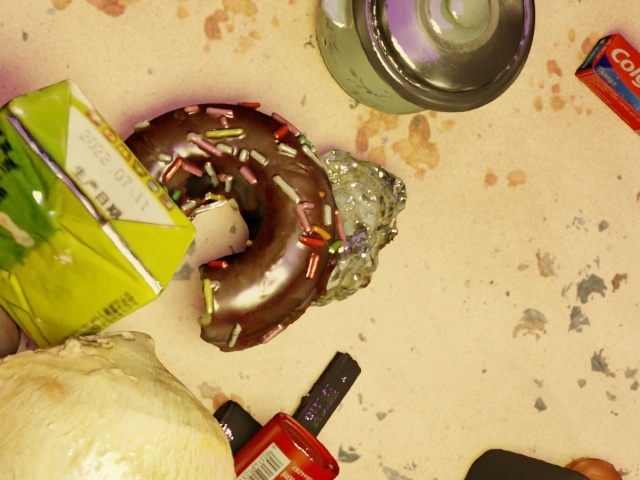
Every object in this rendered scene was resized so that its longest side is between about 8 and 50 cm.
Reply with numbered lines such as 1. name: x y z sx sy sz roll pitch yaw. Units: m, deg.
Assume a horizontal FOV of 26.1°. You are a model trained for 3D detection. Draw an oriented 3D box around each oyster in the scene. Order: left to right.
1. oyster: 0.000 0.000 1.938 0.198 0.112 0.268 31 85 -15

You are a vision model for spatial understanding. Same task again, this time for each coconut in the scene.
1. coconut: -0.288 0.287 1.704 0.404 0.404 0.404 0 90 -17

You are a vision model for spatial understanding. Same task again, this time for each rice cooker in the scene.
1. rice cooker: 0.139 -0.302 1.885 0.316 0.316 0.264 15 86 -17

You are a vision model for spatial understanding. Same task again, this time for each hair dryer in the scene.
1. hair dryer: -0.033 0.258 1.952 0.197 0.089 0.251 44 69 -10

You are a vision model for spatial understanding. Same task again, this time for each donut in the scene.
1. donut: -0.105 -0.042 1.838 0.259 0.136 0.345 -29 77 -4

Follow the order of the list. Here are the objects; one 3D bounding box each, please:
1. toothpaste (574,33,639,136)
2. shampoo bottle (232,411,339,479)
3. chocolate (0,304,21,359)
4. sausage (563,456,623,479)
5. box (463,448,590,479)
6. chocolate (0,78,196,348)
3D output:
1. toothpaste: 0.534 -0.183 2.129 0.320 0.066 0.076 40 79 -14
2. shampoo bottle: -0.117 0.371 1.854 0.118 0.076 0.314 42 104 -9
3. chocolate: -0.510 0.160 1.792 0.261 0.083 0.161 -45 104 -13
4. sausage: 0.373 0.446 2.045 0.133 0.133 0.258 22 85 -16
5. box: 0.283 0.418 2.001 0.201 0.042 0.212 15 82 27
6. chocolate: -0.333 -0.027 1.740 0.289 0.301 0.137 51 49 -9
